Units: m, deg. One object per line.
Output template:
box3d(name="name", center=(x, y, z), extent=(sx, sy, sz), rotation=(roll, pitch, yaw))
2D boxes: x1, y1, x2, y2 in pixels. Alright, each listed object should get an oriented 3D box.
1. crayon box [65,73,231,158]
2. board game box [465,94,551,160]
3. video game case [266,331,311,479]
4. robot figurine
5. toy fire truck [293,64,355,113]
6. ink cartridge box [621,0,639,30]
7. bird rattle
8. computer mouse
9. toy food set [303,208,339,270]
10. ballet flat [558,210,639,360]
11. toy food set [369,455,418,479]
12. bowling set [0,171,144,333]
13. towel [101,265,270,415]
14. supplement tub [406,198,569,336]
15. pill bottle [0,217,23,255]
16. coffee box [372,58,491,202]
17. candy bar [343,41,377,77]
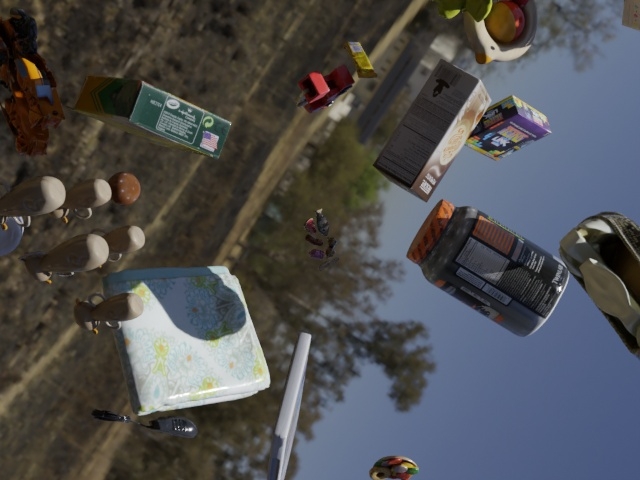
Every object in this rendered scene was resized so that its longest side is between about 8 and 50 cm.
box3d(name="crayon box", center=(-0.341, -0.244, 1.880), extent=(0.318, 0.202, 0.081), rotation=(17, -94, 53))
box3d(name="board game box", center=(0.389, -0.235, 2.054), extent=(0.141, 0.048, 0.170), rotation=(-26, 157, 31))
box3d(name="video game case", center=(-0.052, 0.279, 1.477), extent=(0.212, 0.023, 0.193), rotation=(-75, 175, -51))
box3d(name="robot figurine", center=(-0.616, -0.331, 1.990), extent=(0.085, 0.291, 0.211), rotation=(-13, 159, -39))
box3d(name="toy fire truck", center=(-0.005, -0.297, 1.947), extent=(0.135, 0.047, 0.192), rotation=(-29, 179, -29))
box3d(name="ink cartridge box", center=(0.632, -0.433, 1.784), extent=(0.181, 0.062, 0.104), rotation=(-125, -150, -63))
box3d(name="bird rattle", center=(0.334, -0.440, 1.814), extent=(0.253, 0.207, 0.143), rotation=(-26, -160, -35))
box3d(name="computer mouse", center=(-0.385, 0.395, 2.138), extent=(0.071, 0.242, 0.041), rotation=(-23, -126, 59))
box3d(name="toy food set", center=(0.000, 0.000, 2.088), extent=(0.078, 0.122, 0.019), rotation=(-31, -165, -28))
box3d(name="ballet flat", center=(0.543, 0.062, 1.790), extent=(0.164, 0.182, 0.483), rotation=(-59, -155, 23))
box3d(name="toy food set", center=(0.134, 0.412, 1.748), extent=(0.082, 0.083, 0.020), rotation=(120, -20, -46))
box3d(name="bowling set", center=(-0.367, -0.012, 1.510), extent=(0.154, 0.287, 0.200), rotation=(-14, -153, 29))
box3d(name="towel", center=(-0.302, 0.217, 2.212), extent=(0.374, 0.320, 0.090), rotation=(-1, 154, -45))
box3d(name="supplement tub", center=(0.358, 0.054, 2.102), extent=(0.193, 0.316, 0.193), rotation=(-58, -179, 1))
box3d(name="pill bottle", center=(-0.776, -0.030, 2.346), extent=(0.112, 0.112, 0.187), rotation=(-57, -164, -1))
box3d(name="coffee box", center=(0.222, -0.212, 1.907), extent=(0.246, 0.098, 0.141), rotation=(-58, 158, 3))
box3d(name="candy bar", center=(0.079, -0.367, 1.964), extent=(0.161, 0.040, 0.018), rotation=(-108, -162, -54))
